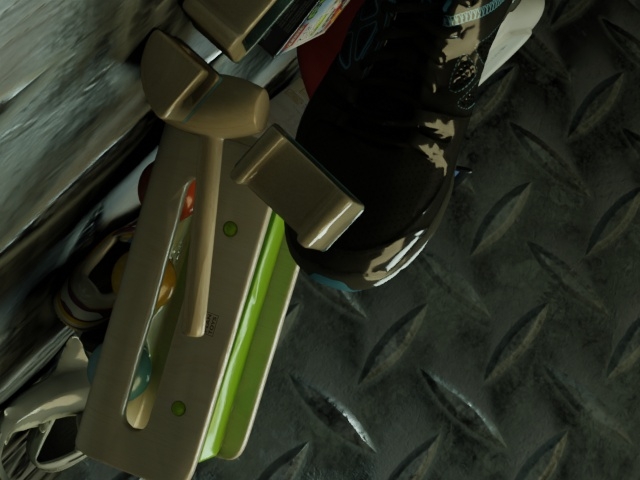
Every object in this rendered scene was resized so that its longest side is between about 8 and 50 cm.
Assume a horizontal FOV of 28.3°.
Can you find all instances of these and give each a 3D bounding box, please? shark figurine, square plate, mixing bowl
[{"bbox_3d":[-0.295,0.169,1.427,0.278,0.166,0.116,-16,127,-51],"label":"shark figurine"},{"bbox_3d":[0.134,-0.179,1.556,0.344,0.049,0.347,-42,176,21],"label":"square plate"},{"bbox_3d":[0.045,-0.185,1.158,0.181,0.098,0.181,-41,179,-1],"label":"mixing bowl"}]

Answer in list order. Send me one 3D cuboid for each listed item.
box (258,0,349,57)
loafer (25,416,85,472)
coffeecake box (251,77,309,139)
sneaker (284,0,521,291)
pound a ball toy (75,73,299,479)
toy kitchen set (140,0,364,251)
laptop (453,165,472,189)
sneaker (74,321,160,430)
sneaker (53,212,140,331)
[{"bbox_3d":[0.030,-0.233,0.954,0.207,0.036,0.114,-49,177,29],"label":"box"},{"bbox_3d":[-0.272,0.196,1.737,0.319,0.112,0.111,-47,-174,-2],"label":"loafer"},{"bbox_3d":[-0.078,-0.070,1.333,0.185,0.068,0.142,-44,177,-45],"label":"coffeecake box"},{"bbox_3d":[0.058,-0.131,0.902,0.139,0.125,0.341,68,42,-73],"label":"sneaker"},{"bbox_3d":[-0.113,0.023,0.989,0.208,0.136,0.319,-8,115,-72],"label":"pound a ball toy"},{"bbox_3d":[0.010,-0.123,0.815,0.207,0.166,0.122,-48,178,7],"label":"toy kitchen set"},{"bbox_3d":[0.000,0.000,1.372,0.264,0.136,0.234,-46,177,-18],"label":"laptop"},{"bbox_3d":[-0.161,0.144,1.248,0.124,0.178,0.295,-30,-172,-13],"label":"sneaker"},{"bbox_3d":[-0.160,0.011,1.162,0.185,0.069,0.084,-47,-176,-36],"label":"sneaker"}]
